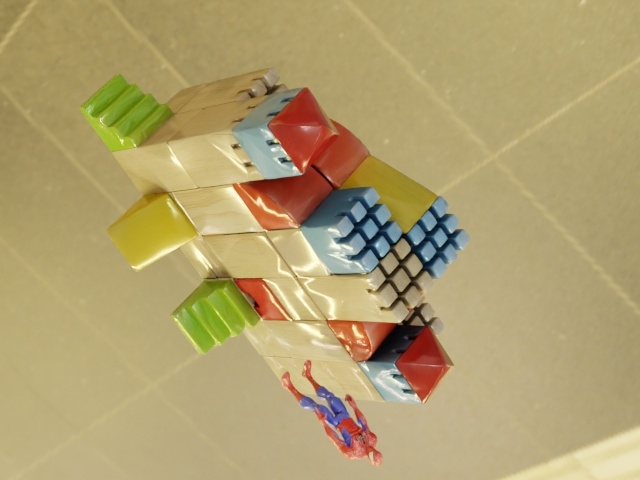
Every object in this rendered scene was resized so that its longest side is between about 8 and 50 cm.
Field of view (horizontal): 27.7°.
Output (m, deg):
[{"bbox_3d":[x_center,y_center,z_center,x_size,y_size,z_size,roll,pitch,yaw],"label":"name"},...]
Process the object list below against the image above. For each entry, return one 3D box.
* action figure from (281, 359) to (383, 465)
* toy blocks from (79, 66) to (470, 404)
[{"bbox_3d":[0.013,0.146,1.077,0.115,0.038,0.030,45,142,30],"label":"action figure"},{"bbox_3d":[0.000,0.000,1.090,0.261,0.191,0.381,-3,128,53],"label":"toy blocks"}]
